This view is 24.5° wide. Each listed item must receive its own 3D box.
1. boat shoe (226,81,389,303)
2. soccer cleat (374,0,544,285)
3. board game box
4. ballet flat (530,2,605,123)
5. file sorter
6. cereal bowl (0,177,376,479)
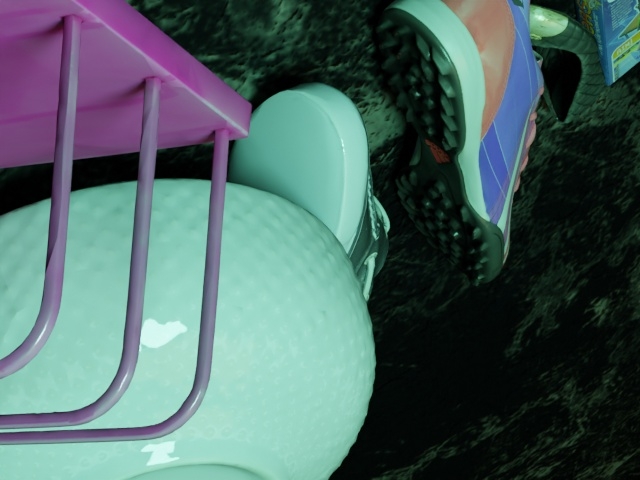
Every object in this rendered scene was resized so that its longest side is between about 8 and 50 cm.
[{"bbox_3d":[0.000,0.000,1.051,0.102,0.108,0.301,-28,145,-32],"label":"boat shoe"},{"bbox_3d":[0.121,-0.082,1.099,0.116,0.109,0.318,-39,147,-16],"label":"soccer cleat"},{"bbox_3d":[0.289,-0.230,1.179,0.201,0.035,0.136,-38,149,-10],"label":"board game box"},{"bbox_3d":[0.185,-0.137,1.142,0.049,0.057,0.173,-64,152,-6],"label":"ballet flat"},{"bbox_3d":[-0.190,-0.020,0.642,0.202,0.182,0.291,-5,160,24],"label":"file sorter"},{"bbox_3d":[-0.115,0.121,0.929,0.339,0.141,0.339,-15,145,-10],"label":"cereal bowl"}]
